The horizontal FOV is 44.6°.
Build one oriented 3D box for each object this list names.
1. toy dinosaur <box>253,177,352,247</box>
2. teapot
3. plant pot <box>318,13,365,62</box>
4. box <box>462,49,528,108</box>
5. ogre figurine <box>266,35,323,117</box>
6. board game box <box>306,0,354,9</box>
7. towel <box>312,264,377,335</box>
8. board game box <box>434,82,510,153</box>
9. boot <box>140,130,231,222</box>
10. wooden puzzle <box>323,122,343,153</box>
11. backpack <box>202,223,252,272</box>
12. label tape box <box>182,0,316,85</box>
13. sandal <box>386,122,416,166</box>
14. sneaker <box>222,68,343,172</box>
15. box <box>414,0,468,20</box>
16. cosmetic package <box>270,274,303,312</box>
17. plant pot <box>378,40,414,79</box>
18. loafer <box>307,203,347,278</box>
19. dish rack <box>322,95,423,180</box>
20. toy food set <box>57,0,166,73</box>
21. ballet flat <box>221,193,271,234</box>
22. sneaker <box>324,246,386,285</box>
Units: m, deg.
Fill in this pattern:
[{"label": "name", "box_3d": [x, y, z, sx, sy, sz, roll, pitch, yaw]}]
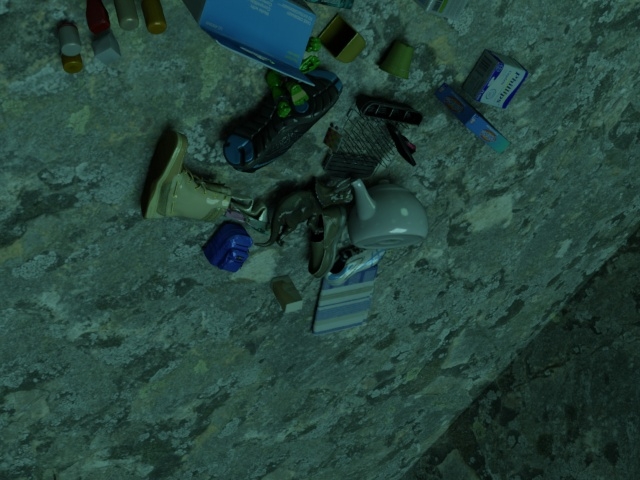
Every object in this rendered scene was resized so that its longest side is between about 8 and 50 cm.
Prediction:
[{"label": "toy dinosaur", "box_3d": [-0.068, -0.081, 2.141, 0.313, 0.121, 0.160, -20, 133, -27]}, {"label": "teapot", "box_3d": [0.196, -0.084, 2.278, 0.253, 0.187, 0.256, -2, 167, -8]}, {"label": "plant pot", "box_3d": [0.060, -0.471, 1.858, 0.081, 0.081, 0.083, -48, 152, 16]}, {"label": "box", "box_3d": [0.491, -0.450, 2.186, 0.137, 0.072, 0.126, 4, 128, -39]}, {"label": "ogre figurine", "box_3d": [-0.069, -0.399, 1.807, 0.097, 0.118, 0.197, -17, 140, -27]}, {"label": "board game box", "box_3d": [0.046, -0.613, 1.738, 0.126, 0.026, 0.186, -1, 131, -34]}, {"label": "towel", "box_3d": [0.080, 0.198, 2.603, 0.209, 0.034, 0.285, -11, 134, -23]}, {"label": "board game box", "box_3d": [0.426, -0.341, 2.184, 0.047, 0.160, 0.210, -47, 139, 16]}, {"label": "boot", "box_3d": [-0.309, -0.146, 1.896, 0.203, 0.095, 0.262, 6, 131, -27]}, {"label": "wooden puzzle", "box_3d": [0.034, -0.268, 2.071, 0.006, 0.049, 0.083, -23, 144, -46]}, {"label": "backpack", "box_3d": [-0.241, 0.021, 2.138, 0.098, 0.101, 0.120, 13, 118, -51]}, {"label": "label tape box", "box_3d": [-0.145, -0.464, 1.500, 0.249, 0.347, 0.115, 13, 122, -43]}, {"label": "sandal", "box_3d": [0.228, -0.260, 2.093, 0.040, 0.067, 0.179, -43, 141, -6]}, {"label": "sneaker", "box_3d": [-0.092, -0.295, 1.929, 0.341, 0.125, 0.139, -37, 168, -1]}, {"label": "box", "box_3d": [0.243, -0.598, 1.751, 0.103, 0.203, 0.114, 2, 127, -38]}, {"label": "cosmetic package", "box_3d": [-0.102, 0.162, 2.368, 0.060, 0.115, 0.041, -14, 137, -25]}, {"label": "plant pot", "box_3d": [0.200, -0.459, 1.975, 0.083, 0.083, 0.079, 6, 114, -39]}, {"label": "loafer", "box_3d": [0.000, 0.000, 2.304, 0.087, 0.094, 0.251, 0, 121, -28]}, {"label": "dish rack", "box_3d": [0.133, -0.266, 2.125, 0.208, 0.074, 0.271, 4, 128, -37]}, {"label": "toy food set", "box_3d": [-0.434, -0.435, 1.556, 0.232, 0.104, 0.111, -23, 158, 14]}, {"label": "ballet flat", "box_3d": [-0.195, -0.078, 2.091, 0.221, 0.077, 0.079, 24, 111, -42]}, {"label": "sneaker", "box_3d": [0.111, 0.052, 2.435, 0.237, 0.085, 0.086, -35, 134, -4]}]
